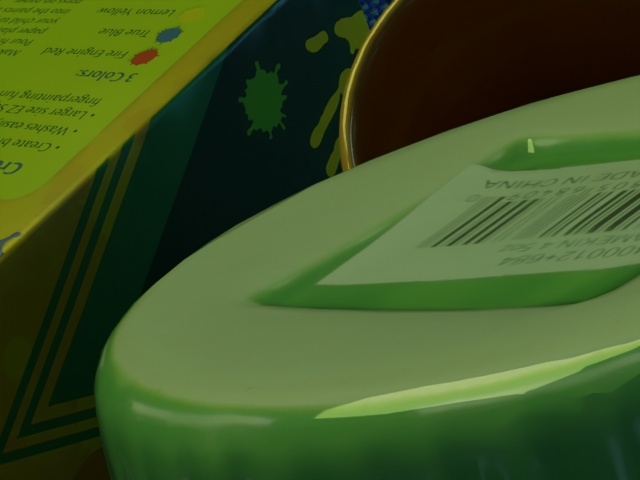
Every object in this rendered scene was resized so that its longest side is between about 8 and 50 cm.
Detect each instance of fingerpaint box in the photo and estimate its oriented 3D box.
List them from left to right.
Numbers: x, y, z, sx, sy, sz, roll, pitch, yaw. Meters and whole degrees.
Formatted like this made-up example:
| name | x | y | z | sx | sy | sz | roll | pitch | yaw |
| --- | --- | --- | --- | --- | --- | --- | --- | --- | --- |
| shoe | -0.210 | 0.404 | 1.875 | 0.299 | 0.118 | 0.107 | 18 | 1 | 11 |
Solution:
| name | x | y | z | sx | sy | sz | roll | pitch | yaw |
| --- | --- | --- | --- | --- | --- | --- | --- | --- | --- |
| fingerpaint box | -0.232 | -0.009 | 1.066 | 0.445 | 0.163 | 0.371 | 6 | 41 | 39 |

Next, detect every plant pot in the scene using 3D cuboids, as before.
| name | x | y | z | sx | sy | sz | roll | pitch | yaw |
| --- | --- | --- | --- | --- | --- | --- | --- | --- | --- |
| plant pot | 0.126 | -0.016 | 0.887 | 0.205 | 0.205 | 0.188 | -29 | -29 | -3 |

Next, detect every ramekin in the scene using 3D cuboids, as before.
| name | x | y | z | sx | sy | sz | roll | pitch | yaw |
| --- | --- | --- | --- | --- | --- | --- | --- | --- | --- |
| ramekin | 0.083 | 0.055 | 0.534 | 0.303 | 0.148 | 0.303 | -17 | 14 | 4 |
